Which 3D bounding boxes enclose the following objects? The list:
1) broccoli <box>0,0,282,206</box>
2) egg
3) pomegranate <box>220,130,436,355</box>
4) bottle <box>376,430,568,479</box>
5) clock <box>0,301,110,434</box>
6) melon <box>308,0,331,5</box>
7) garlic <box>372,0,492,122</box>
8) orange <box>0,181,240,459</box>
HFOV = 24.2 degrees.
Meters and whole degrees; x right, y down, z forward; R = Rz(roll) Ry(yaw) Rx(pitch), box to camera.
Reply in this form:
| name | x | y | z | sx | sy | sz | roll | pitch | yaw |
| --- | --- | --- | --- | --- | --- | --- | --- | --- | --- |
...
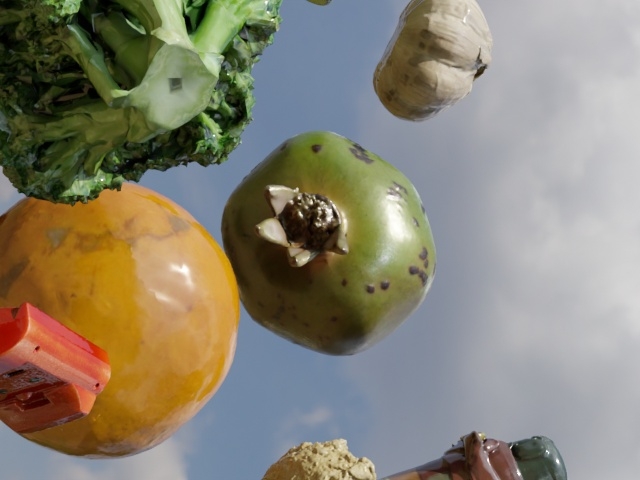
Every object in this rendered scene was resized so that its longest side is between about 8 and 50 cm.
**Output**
| name | x | y | z | sx | sy | sz | roll | pitch | yaw |
| --- | --- | --- | --- | --- | --- | --- | --- | --- | --- |
| broccoli | -0.175 | -0.167 | 1.298 | 0.275 | 0.308 | 0.308 | -126 | -142 | -53 |
| egg | -0.002 | 0.273 | 1.583 | 0.140 | 0.116 | 0.118 | -5 | -84 | 25 |
| pomegranate | 0.009 | -0.017 | 1.880 | 0.323 | 0.291 | 0.290 | 86 | -13 | -59 |
| bottle | 0.178 | 0.321 | 1.892 | 0.143 | 0.271 | 0.156 | -118 | -171 | -54 |
| clock | -0.257 | 0.109 | 1.242 | 0.155 | 0.113 | 0.061 | 49 | 27 | -61 |
| melon | -0.012 | -0.429 | 2.020 | 0.169 | 0.129 | 0.265 | 45 | -7 | 21 |
| garlic | 0.179 | -0.284 | 2.303 | 0.228 | 0.152 | 0.228 | -56 | -163 | 26 |
| orange | -0.240 | 0.083 | 1.621 | 0.312 | 0.312 | 0.312 | 175 | -90 | -68 |
